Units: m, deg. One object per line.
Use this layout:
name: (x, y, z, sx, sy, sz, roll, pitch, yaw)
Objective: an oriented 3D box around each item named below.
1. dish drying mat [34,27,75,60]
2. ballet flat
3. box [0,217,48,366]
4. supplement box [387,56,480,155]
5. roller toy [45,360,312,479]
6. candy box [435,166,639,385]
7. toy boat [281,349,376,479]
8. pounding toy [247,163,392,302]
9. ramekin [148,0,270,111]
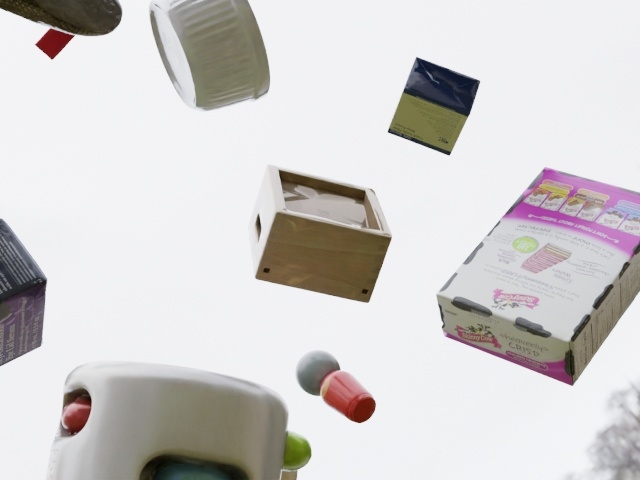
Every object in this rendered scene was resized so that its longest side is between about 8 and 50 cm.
dish drying mat: (-0.346, -0.284, 1.519, 0.083, 0.032, 0.008, -48, 11, -3)
ballet flat: (-0.327, -0.267, 1.161, 0.250, 0.084, 0.058, 15, -30, -27)
box: (-0.433, 0.090, 1.296, 0.207, 0.108, 0.153, -28, -24, -31)
supplement box: (0.133, -0.158, 1.331, 0.083, 0.083, 0.056, 109, -177, -55)
roller toy: (-0.130, 0.186, 0.929, 0.209, 0.146, 0.191, 2, -17, 21)
candy box: (0.254, 0.031, 1.205, 0.233, 0.159, 0.071, -45, -42, -31)
toy boat: (-0.080, 0.269, 1.558, 0.318, 0.148, 0.267, -31, -52, -22)
pounding toy: (0.000, 0.000, 1.073, 0.130, 0.141, 0.100, 13, -66, -13)
ramekin: (-0.164, -0.283, 1.613, 0.109, 0.207, 0.207, -24, -27, -15)
